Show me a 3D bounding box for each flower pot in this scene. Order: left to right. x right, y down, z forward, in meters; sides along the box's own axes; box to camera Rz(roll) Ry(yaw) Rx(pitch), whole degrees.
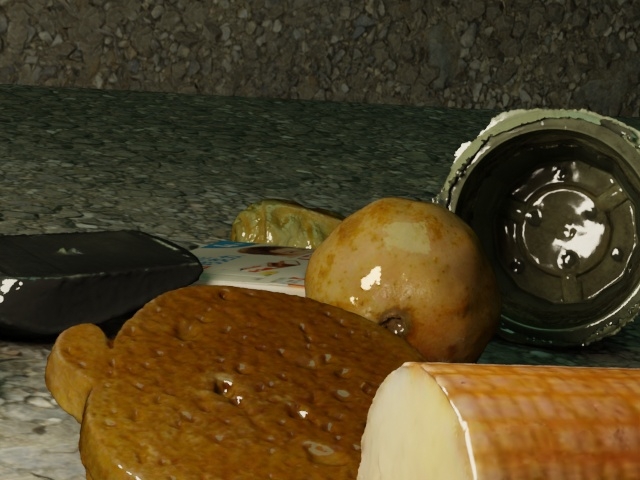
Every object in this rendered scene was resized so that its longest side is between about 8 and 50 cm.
[{"bbox_3d":[0.295,-0.013,2.138,0.290,0.290,0.259,10,1,13],"label":"flower pot"}]

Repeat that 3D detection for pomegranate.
[{"bbox_3d":[0.082,0.057,1.793,0.207,0.207,0.207,7,13,-2],"label":"pomegranate"}]

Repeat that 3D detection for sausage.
[{"bbox_3d":[0.186,0.196,1.174,0.287,0.233,0.233,3,13,-21],"label":"sausage"}]

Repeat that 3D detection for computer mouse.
[{"bbox_3d":[-0.270,0.050,1.852,0.295,0.087,0.168,-6,18,-35],"label":"computer mouse"}]

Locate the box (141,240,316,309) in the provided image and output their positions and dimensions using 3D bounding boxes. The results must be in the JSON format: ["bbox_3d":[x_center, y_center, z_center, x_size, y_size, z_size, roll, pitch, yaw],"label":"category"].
[{"bbox_3d":[-0.059,0.046,2.021,0.265,0.048,0.273,3,10,23],"label":"box"}]

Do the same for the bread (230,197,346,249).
[{"bbox_3d":[0.000,0.000,2.268,0.232,0.088,0.128,11,20,-6],"label":"bread"}]

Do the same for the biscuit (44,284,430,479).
[{"bbox_3d":[-0.064,0.151,1.474,0.350,0.070,0.394,15,25,8],"label":"biscuit"}]
